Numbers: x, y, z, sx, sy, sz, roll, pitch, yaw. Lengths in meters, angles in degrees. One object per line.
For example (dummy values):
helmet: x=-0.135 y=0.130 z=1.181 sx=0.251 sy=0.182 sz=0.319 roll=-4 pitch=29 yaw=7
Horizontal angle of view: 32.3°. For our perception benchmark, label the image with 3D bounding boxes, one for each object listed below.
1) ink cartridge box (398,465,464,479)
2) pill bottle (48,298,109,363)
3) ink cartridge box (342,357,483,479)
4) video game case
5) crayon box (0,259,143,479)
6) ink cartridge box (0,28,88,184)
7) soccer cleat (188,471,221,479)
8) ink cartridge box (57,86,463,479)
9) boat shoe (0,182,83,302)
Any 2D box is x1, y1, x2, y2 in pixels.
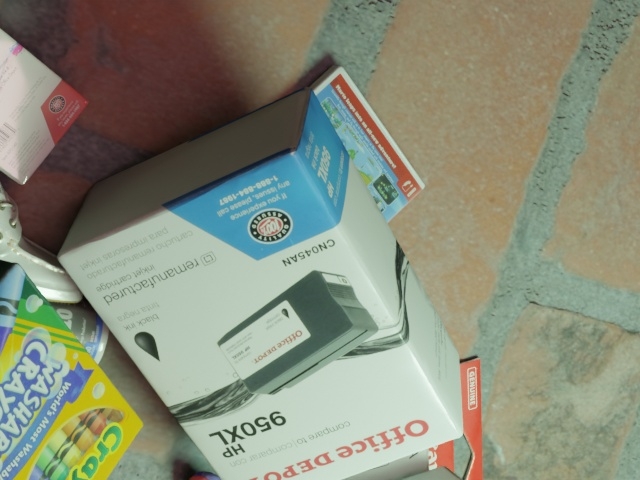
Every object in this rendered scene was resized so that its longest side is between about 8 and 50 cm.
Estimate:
ink cartridge box: x=0.110 y=0.473 z=1.411 sx=0.226 sy=0.131 sz=0.306 roll=-13 pitch=107 yaw=-21
pill bottle: x=-0.308 y=0.094 z=1.207 sx=0.137 sy=0.078 sz=0.078 roll=14 pitch=95 yaw=-29
ink cartridge box: x=0.127 y=0.328 z=1.497 sx=0.261 sy=0.066 sz=0.296 roll=-11 pitch=107 yaw=-24
video game case: x=-0.024 y=-0.046 z=1.352 sx=0.285 sy=0.025 sz=0.204 roll=-44 pitch=117 yaw=-12
crayon box: x=-0.306 y=0.194 z=1.108 sx=0.203 sy=0.083 sz=0.323 roll=-57 pitch=140 yaw=-30
ink cartridge box: x=-0.354 y=-0.162 z=1.129 sx=0.198 sy=0.067 sz=0.115 roll=41 pitch=81 yaw=-30
soccer cleat: x=-0.094 y=0.380 z=1.397 sx=0.095 sy=0.083 sz=0.248 roll=-45 pitch=117 yaw=-45
ink cartridge box: x=-0.049 y=0.077 z=1.219 sx=0.286 sy=0.166 sz=0.395 roll=-23 pitch=117 yaw=17
boat shoe: x=-0.355 y=-0.021 z=1.144 sx=0.277 sy=0.098 sz=0.096 roll=28 pitch=89 yaw=-28
